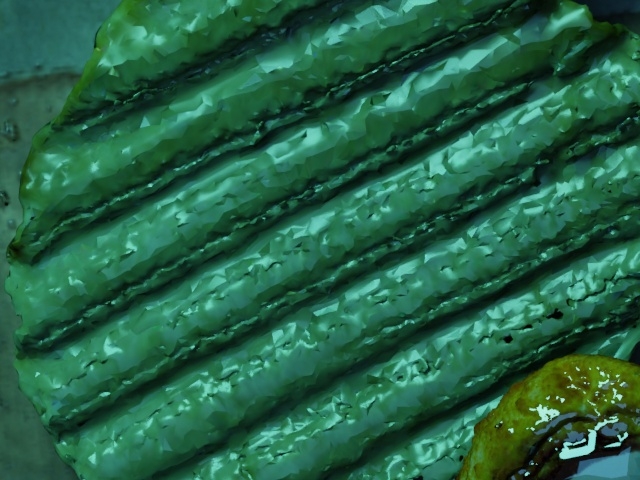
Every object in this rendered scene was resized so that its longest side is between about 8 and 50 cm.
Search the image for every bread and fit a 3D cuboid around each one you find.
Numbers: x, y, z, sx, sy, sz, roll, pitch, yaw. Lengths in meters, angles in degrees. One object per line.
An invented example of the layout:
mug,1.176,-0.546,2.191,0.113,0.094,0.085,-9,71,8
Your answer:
bread,0.144,0.182,0.992,0.139,0.095,0.268,4,122,8

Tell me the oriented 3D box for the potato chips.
potato chips,0.000,0.000,0.983,0.429,0.070,0.358,-30,107,14
